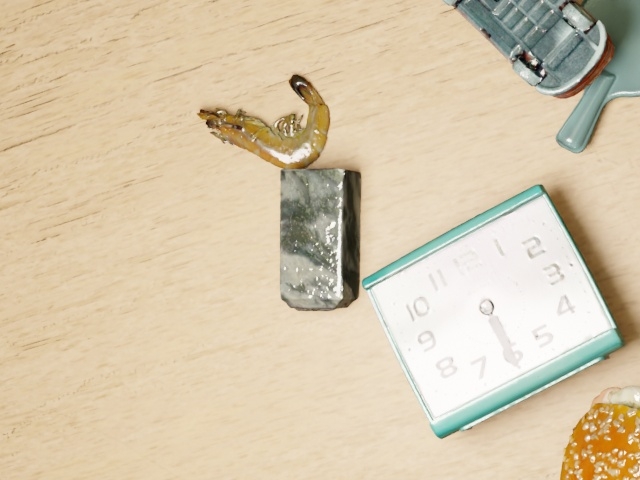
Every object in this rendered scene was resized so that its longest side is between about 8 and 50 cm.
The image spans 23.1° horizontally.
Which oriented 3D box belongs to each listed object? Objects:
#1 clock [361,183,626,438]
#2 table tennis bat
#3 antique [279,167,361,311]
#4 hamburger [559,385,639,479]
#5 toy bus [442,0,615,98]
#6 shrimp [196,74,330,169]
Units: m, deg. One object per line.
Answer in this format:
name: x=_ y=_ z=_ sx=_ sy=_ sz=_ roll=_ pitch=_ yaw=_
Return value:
clock: x=0.219 y=0.092 z=1.945 sx=0.262 sy=0.116 sz=0.231 roll=-29 pitch=76 yaw=13
table tennis bat: x=0.365 y=-0.217 z=1.941 sx=0.149 sy=0.038 sz=0.237 roll=29 pitch=94 yaw=18
antique: x=0.000 y=0.000 z=2.018 sx=0.088 sy=0.086 sz=0.183 roll=1 pitch=89 yaw=17
hamburger: x=0.377 y=0.284 z=1.843 sx=0.237 sy=0.147 sz=0.236 roll=-29 pitch=51 yaw=44
toy bus: x=0.248 y=-0.281 z=1.918 sx=0.121 sy=0.120 sz=0.265 roll=-48 pitch=67 yaw=12
shrimp: x=-0.071 y=-0.170 z=2.071 sx=0.178 sy=0.034 sz=0.124 roll=26 pitch=93 yaw=14
